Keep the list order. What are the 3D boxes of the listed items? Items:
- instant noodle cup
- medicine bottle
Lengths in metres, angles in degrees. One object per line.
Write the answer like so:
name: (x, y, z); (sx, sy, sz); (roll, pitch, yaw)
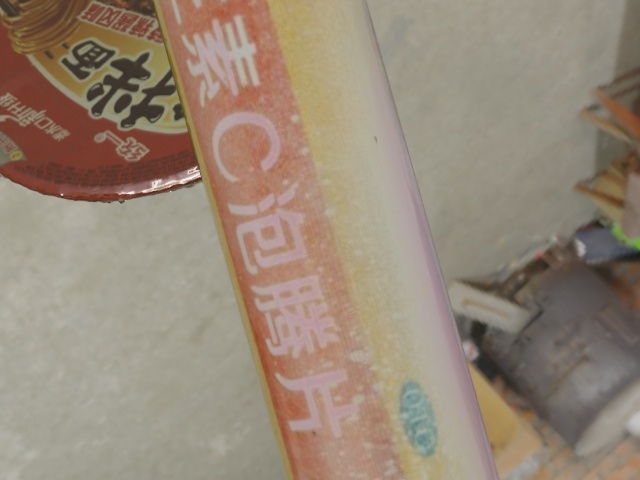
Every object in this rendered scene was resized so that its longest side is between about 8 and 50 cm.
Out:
instant noodle cup: (-0.116, -0.117, 0.786); (0.274, 0.274, 0.091); (-36, 150, -12)
medicine bottle: (0.000, 0.000, 0.499); (0.108, 0.426, 0.108); (-16, 180, 0)
